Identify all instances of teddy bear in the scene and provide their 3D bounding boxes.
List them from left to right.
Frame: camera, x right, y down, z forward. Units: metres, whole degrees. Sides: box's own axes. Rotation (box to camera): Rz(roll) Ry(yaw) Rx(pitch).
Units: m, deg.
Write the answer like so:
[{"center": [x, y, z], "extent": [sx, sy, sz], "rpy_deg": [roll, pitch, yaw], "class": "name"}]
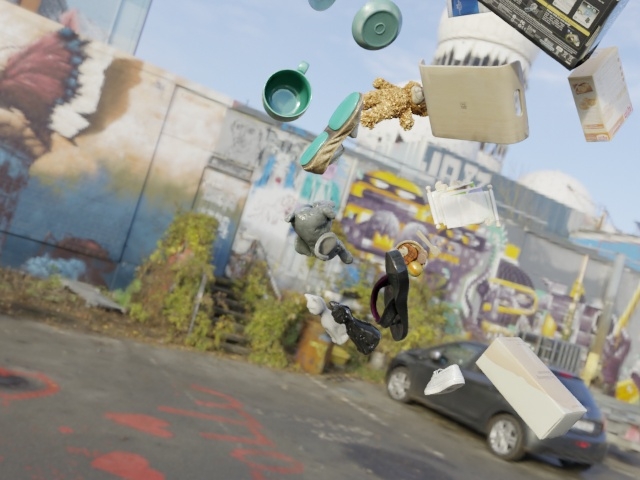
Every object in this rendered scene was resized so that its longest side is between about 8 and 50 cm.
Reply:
[{"center": [0.276, -0.531, 2.613], "extent": [0.338, 0.245, 0.113], "rpy_deg": [0, -34, -10], "class": "teddy bear"}]

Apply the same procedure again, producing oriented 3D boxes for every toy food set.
[{"center": [0.314, 0.064, 2.384], "extent": [0.132, 0.192, 0.038], "rpy_deg": [48, 24, 10], "class": "toy food set"}, {"center": [0.415, -0.390, 1.854], "extent": [0.306, 0.092, 0.219], "rpy_deg": [14, -48, 41], "class": "toy food set"}]

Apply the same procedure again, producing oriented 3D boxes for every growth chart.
[{"center": [0.472, -0.119, 2.243], "extent": [0.238, 0.171, 0.021], "rpy_deg": [-4, -10, -5], "class": "growth chart"}]

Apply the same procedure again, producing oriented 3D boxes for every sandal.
[{"center": [0.223, 0.192, 2.273], "extent": [0.107, 0.167, 0.445], "rpy_deg": [-16, -40, -7], "class": "sandal"}]

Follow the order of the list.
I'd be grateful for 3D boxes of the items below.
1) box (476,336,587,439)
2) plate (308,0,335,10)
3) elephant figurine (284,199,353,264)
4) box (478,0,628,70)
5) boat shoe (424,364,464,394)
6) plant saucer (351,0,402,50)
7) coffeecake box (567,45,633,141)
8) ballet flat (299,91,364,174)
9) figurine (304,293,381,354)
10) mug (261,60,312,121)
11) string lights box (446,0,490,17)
[{"center": [0.644, 0.449, 2.087], "extent": [0.148, 0.121, 0.311], "rpy_deg": [7, 34, -43], "class": "box"}, {"center": [0.009, -0.886, 2.330], "extent": [0.024, 0.188, 0.188], "rpy_deg": [31, 4, 32], "class": "plate"}, {"center": [0.000, 0.000, 2.196], "extent": [0.186, 0.239, 0.169], "rpy_deg": [-11, 15, 3], "class": "elephant figurine"}, {"center": [0.482, -0.608, 1.454], "extent": [0.395, 0.097, 0.318], "rpy_deg": [44, -32, 17], "class": "box"}, {"center": [0.339, 0.390, 1.889], "extent": [0.066, 0.063, 0.184], "rpy_deg": [-2, -23, -13], "class": "boat shoe"}, {"center": [0.129, -0.473, 1.502], "extent": [0.119, 0.119, 0.021], "rpy_deg": [19, 31, -31], "class": "plant saucer"}, {"center": [0.695, -0.359, 1.675], "extent": [0.068, 0.142, 0.185], "rpy_deg": [7, -46, 49], "class": "coffeecake box"}, {"center": [0.038, -0.228, 1.473], "extent": [0.067, 0.206, 0.073], "rpy_deg": [31, 16, -34], "class": "ballet flat"}, {"center": [0.058, 0.249, 2.147], "extent": [0.215, 0.092, 0.209], "rpy_deg": [11, -32, 52], "class": "figurine"}, {"center": [-0.080, -0.385, 1.798], "extent": [0.158, 0.129, 0.097], "rpy_deg": [-28, 1, -10], "class": "mug"}, {"center": [0.556, -0.827, 2.351], "extent": [0.134, 0.076, 0.260], "rpy_deg": [-16, 18, -14], "class": "string lights box"}]
